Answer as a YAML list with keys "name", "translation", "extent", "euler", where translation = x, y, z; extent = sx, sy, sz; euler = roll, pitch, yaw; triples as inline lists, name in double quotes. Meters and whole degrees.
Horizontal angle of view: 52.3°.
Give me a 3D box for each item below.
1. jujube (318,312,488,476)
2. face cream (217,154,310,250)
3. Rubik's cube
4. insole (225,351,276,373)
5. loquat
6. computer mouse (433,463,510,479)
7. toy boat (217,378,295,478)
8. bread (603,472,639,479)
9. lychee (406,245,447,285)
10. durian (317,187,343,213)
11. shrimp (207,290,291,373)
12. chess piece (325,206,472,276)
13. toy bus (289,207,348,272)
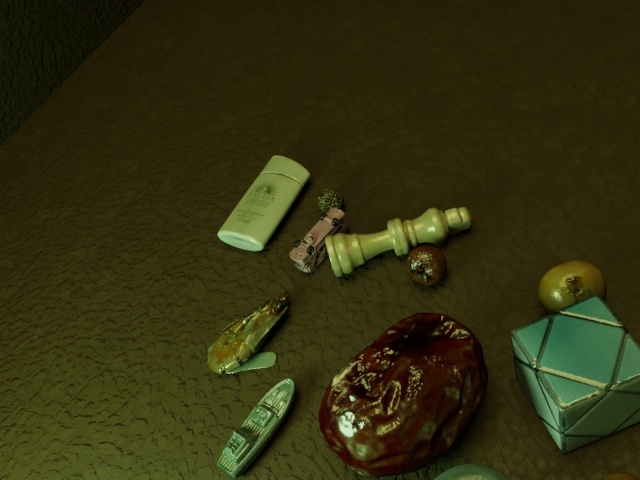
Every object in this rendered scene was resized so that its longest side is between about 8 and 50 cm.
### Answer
- name: "jujube"
  translation: [0.181, 0.326, 1.383]
  extent: [0.276, 0.276, 0.377]
  euler: [27, 60, 37]
- name: "face cream"
  translation: [-0.164, -0.124, 2.031]
  extent: [0.173, 0.081, 0.348]
  euler: [14, 57, 30]
- name: "Rubik's cube"
  translation: [0.530, 0.272, 1.328]
  extent: [0.205, 0.207, 0.205]
  euler: [-23, 46, -1]
- name: "insole"
  translation: [-0.204, 0.318, 1.711]
  extent: [0.188, 0.004, 0.064]
  euler: [-7, 49, 16]
- name: "loquat"
  translation: [0.577, 0.116, 1.492]
  extent: [0.163, 0.163, 0.137]
  euler: [-36, 68, -12]
- name: "computer mouse"
  translation: [0.228, 0.588, 1.228]
  extent: [0.371, 0.122, 0.188]
  euler: [-40, 44, -6]
- name: "toy boat"
  translation: [-0.143, 0.431, 1.532]
  extent: [0.078, 0.085, 0.260]
  euler: [22, 61, 35]
- name: "bread"
  translation: [0.571, 0.512, 1.183]
  extent: [0.125, 0.086, 0.156]
  euler: [9, 55, 26]
- name: "lychee"
  translation: [0.264, 0.065, 1.677]
  extent: [0.140, 0.114, 0.101]
  euler: [-31, 14, -30]
- name: "durian"
  translation: [0.029, -0.119, 1.950]
  extent: [0.080, 0.091, 0.080]
  euler: [-27, 45, 30]
- name: "shrimp"
  translation: [-0.187, 0.236, 1.740]
  extent: [0.294, 0.062, 0.154]
  euler: [-40, 36, -18]
- name: "chess piece"
  translation: [0.214, -0.012, 1.772]
  extent: [0.397, 0.117, 0.117]
  euler: [-17, 46, 4]
- name: "toy bus"
  translation: [0.000, 0.000, 1.854]
  extent: [0.063, 0.090, 0.203]
  euler: [26, 63, 37]
